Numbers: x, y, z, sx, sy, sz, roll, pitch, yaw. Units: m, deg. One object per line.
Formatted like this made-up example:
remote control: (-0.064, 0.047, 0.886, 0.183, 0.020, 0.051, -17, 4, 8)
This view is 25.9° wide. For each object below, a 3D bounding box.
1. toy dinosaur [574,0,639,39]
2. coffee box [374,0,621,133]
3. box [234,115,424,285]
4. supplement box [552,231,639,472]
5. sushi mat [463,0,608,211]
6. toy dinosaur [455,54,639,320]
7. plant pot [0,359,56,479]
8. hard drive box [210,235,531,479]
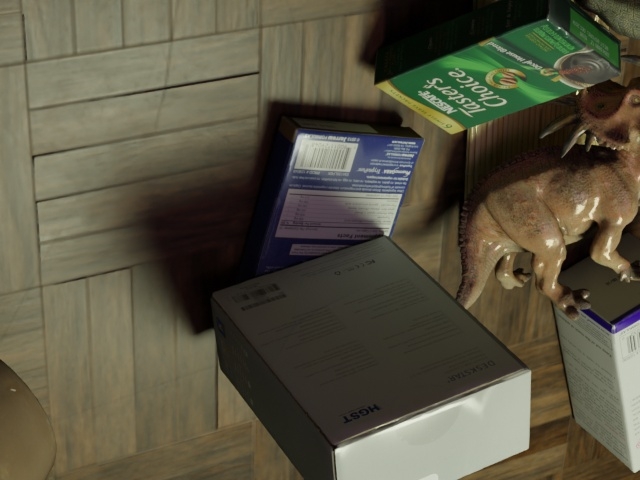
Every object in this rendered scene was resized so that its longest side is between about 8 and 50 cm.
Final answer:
toy dinosaur: (0.292, -0.208, 1.184, 0.160, 0.314, 0.121, -45, 155, -51)
coffee box: (0.149, -0.150, 1.185, 0.113, 0.184, 0.040, 28, 58, -41)
box: (0.000, 0.000, 1.259, 0.136, 0.036, 0.225, 2, 115, -32)
supplement box: (0.332, 0.121, 1.487, 0.111, 0.114, 0.220, -29, 127, -16)
sushi mat: (0.204, -0.139, 1.316, 0.151, 0.019, 0.316, -15, 123, -23)
toy dinosaur: (0.217, -0.050, 1.292, 0.296, 0.127, 0.200, -30, 121, 3)
plant pot: (-0.328, 0.192, 1.043, 0.229, 0.263, 0.263, -48, 138, -40)
hard drive box: (0.037, 0.108, 1.173, 0.181, 0.232, 0.089, -18, 126, -20)
